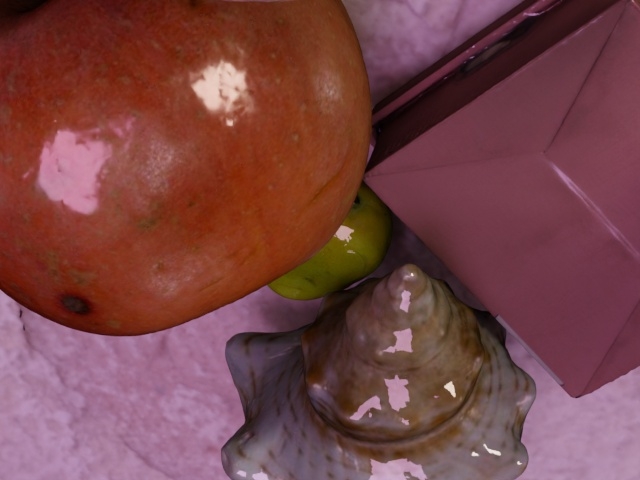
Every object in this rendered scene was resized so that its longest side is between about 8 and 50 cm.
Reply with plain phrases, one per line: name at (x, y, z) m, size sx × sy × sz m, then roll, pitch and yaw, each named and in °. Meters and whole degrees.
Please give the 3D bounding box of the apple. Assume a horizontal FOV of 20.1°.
apple at (-0.095, -0.065, 1.004) m, size 0.253 × 0.253 × 0.253 m, roll 8°, pitch 126°, yaw 11°

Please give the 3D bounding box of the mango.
mango at (0.000, 0.000, 1.141) m, size 0.073 × 0.056 × 0.108 m, roll 40°, pitch 128°, yaw -6°

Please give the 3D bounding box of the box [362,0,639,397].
box at (0.164, -0.037, 1.049) m, size 0.215 × 0.086 × 0.215 m, roll -33°, pitch 110°, yaw 32°

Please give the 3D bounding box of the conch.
conch at (0.017, 0.131, 1.145) m, size 0.203 × 0.169 × 0.386 m, roll 50°, pitch 140°, yaw 24°
